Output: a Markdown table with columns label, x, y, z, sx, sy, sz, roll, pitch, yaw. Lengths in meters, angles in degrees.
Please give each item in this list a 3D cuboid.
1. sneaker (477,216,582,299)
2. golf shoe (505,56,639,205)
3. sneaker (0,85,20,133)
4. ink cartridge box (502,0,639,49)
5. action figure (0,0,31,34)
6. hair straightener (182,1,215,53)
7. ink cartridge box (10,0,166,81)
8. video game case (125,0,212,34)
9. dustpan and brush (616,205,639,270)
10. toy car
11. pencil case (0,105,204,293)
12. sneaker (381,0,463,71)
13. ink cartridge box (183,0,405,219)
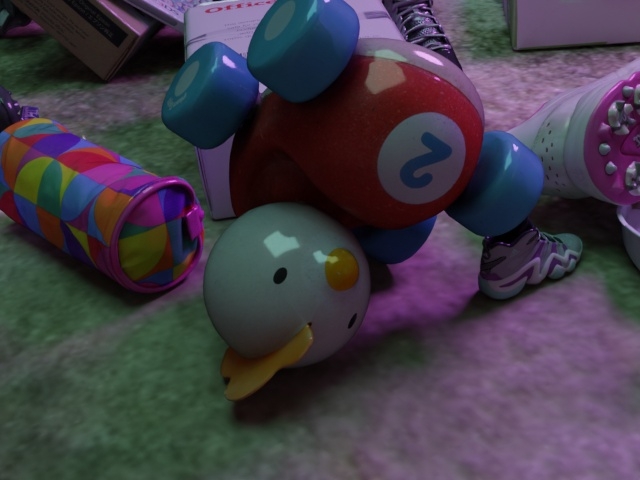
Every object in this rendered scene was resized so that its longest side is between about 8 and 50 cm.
| label | x | y | z | sx | sy | sz | roll | pitch | yaw |
| --- | --- | --- | --- | --- | --- | --- | --- | --- | --- |
| sneaker | 0.158 | -0.003 | 0.755 | 0.098 | 0.069 | 0.038 | -25 | 35 | -30 |
| golf shoe | 0.268 | -0.110 | 0.889 | 0.306 | 0.115 | 0.140 | -22 | 11 | -42 |
| sneaker | -0.413 | -0.125 | 1.081 | 0.234 | 0.078 | 0.106 | 12 | 37 | 36 |
| ink cartridge box | 0.335 | -0.363 | 1.306 | 0.207 | 0.119 | 0.353 | -3 | 30 | 7 |
| action figure | -0.463 | -0.470 | 1.481 | 0.248 | 0.275 | 0.370 | 11 | 57 | 4 |
| hair straightener | -0.123 | -0.240 | 1.271 | 0.089 | 0.047 | 0.230 | -35 | 42 | -12 |
| ink cartridge box | -0.283 | -0.332 | 1.296 | 0.193 | 0.088 | 0.234 | 39 | 31 | -11 |
| video game case | -0.200 | -0.324 | 1.269 | 0.143 | 0.019 | 0.157 | 27 | 35 | -20 |
| dustpan and brush | 0.271 | 0.008 | 0.722 | 0.147 | 0.060 | 0.211 | 9 | 33 | 25 |
| toy car | 0.000 | 0.000 | 0.682 | 0.210 | 0.219 | 0.237 | -18 | 48 | 50 |
| pencil case | -0.193 | -0.037 | 0.859 | 0.104 | 0.104 | 0.236 | -27 | 37 | -32 |
| sneaker | 0.101 | -0.239 | 1.119 | 0.086 | 0.132 | 0.228 | -9 | 29 | -6 |
| ink cartridge box | -0.021 | -0.148 | 0.996 | 0.207 | 0.117 | 0.283 | -9 | 30 | -3 |
